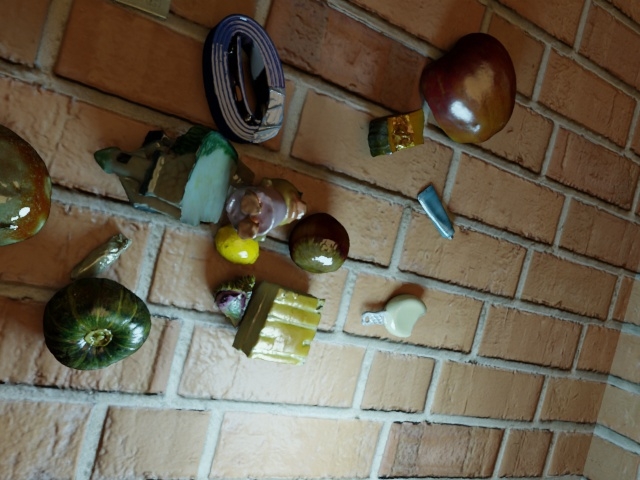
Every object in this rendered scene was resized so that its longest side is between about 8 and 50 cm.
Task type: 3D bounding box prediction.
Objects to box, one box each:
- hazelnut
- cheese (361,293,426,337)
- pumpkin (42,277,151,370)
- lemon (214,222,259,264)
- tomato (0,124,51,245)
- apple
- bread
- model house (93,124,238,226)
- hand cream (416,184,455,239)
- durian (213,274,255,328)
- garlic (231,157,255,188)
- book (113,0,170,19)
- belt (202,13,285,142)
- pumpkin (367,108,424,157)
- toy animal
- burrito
[{"bbox_3d":[0.000,0.000,1.646,0.208,0.208,0.208,-5,100,-28],"label":"hazelnut"},{"bbox_3d":[0.266,0.257,1.883,0.249,0.071,0.163,23,87,-28],"label":"cheese"},{"bbox_3d":[-0.584,0.206,1.360,0.261,0.189,0.260,-12,125,-18],"label":"pumpkin"},{"bbox_3d":[-0.244,0.013,1.546,0.114,0.114,0.155,-50,119,-13],"label":"lemon"},{"bbox_3d":[-0.763,-0.117,1.172,0.304,0.239,0.303,-2,94,-27],"label":"tomato"},{"bbox_3d":[0.547,-0.543,1.887,0.329,0.295,0.364,-21,110,15],"label":"apple"},{"bbox_3d":[-0.116,0.261,1.633,0.246,0.111,0.239,25,88,-44],"label":"bread"},{"bbox_3d":[-0.398,-0.182,1.334,0.285,0.298,0.243,15,88,7],"label":"model house"},{"bbox_3d":[0.437,-0.096,1.943,0.083,0.048,0.224,-38,107,-19],"label":"hand cream"},{"bbox_3d":[-0.261,0.155,1.563,0.108,0.119,0.186,20,131,-5],"label":"durian"},{"bbox_3d":[-0.258,-0.204,1.539,0.152,0.066,0.084,42,50,-30],"label":"garlic"},{"bbox_3d":[-0.518,-0.717,1.337,0.283,0.025,0.214,9,92,-27],"label":"book"},{"bbox_3d":[-0.219,-0.452,1.488,0.213,0.117,0.346,-15,103,-25],"label":"belt"},{"bbox_3d":[0.246,-0.361,1.759,0.248,0.126,0.130,-20,100,-44],"label":"pumpkin"},{"bbox_3d":[-0.151,-0.101,1.521,0.281,0.169,0.195,-21,129,-52],"label":"toy animal"},{"bbox_3d":[-0.593,0.051,1.401,0.188,0.045,0.058,-44,108,-14],"label":"burrito"}]
